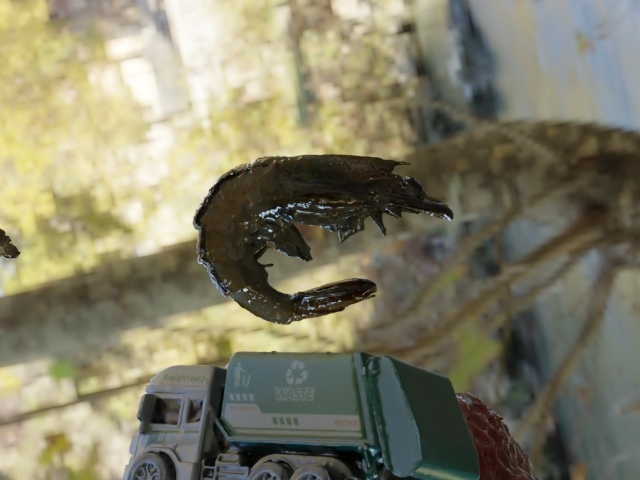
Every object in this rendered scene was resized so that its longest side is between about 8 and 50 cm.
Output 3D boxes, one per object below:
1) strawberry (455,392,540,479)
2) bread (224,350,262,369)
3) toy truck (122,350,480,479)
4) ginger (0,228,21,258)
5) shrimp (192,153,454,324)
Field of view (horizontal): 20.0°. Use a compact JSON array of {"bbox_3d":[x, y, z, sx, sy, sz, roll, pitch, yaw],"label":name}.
[{"bbox_3d":[0.125,0.297,1.668,0.351,0.267,0.312,4,-83,-56],"label":"strawberry"},{"bbox_3d":[-0.042,0.143,1.620,0.062,0.049,0.103,32,162,47],"label":"bread"},{"bbox_3d":[-0.015,0.142,1.258,0.114,0.253,0.124,24,-108,-51],"label":"toy truck"},{"bbox_3d":[-0.450,0.046,1.851,0.122,0.290,0.084,9,-120,-67],"label":"ginger"},{"bbox_3d":[0.000,0.000,1.768,0.058,0.253,0.173,-74,-10,-87],"label":"shrimp"}]
